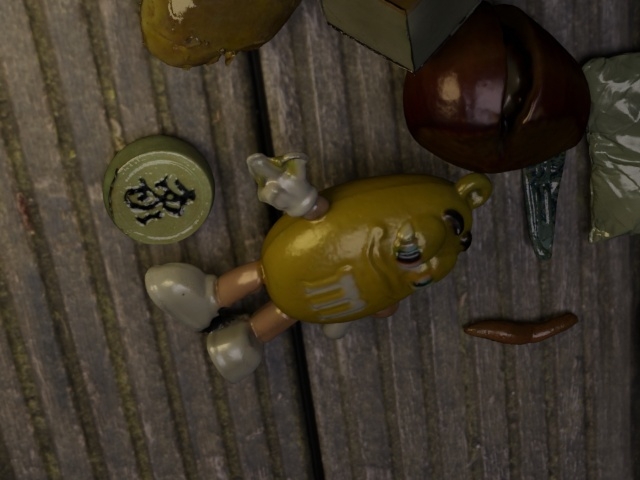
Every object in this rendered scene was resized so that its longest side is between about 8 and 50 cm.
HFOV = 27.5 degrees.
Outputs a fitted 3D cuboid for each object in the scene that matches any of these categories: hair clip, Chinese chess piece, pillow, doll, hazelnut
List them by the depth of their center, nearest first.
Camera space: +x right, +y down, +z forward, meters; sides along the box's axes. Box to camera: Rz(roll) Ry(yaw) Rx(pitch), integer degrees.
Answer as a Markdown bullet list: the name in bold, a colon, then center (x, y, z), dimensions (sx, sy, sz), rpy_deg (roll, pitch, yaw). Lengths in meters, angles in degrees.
- **hazelnut**: center (0.222, -0.193, 1.646), dimensions (0.252, 0.217, 0.217), rpy_deg (7, 116, -28)
- **Chinese chess piece**: center (-0.207, -0.064, 1.678), dimensions (0.144, 0.058, 0.144), rpy_deg (-5, 118, -10)
- **doll**: center (-0.016, 0.025, 1.713), dimensions (0.348, 0.161, 0.423), rpy_deg (17, 129, -32)
- **pillow**: center (0.498, -0.138, 1.801), dimensions (0.275, 0.076, 0.280), rpy_deg (-11, 119, -6)
- **hair clip**: center (0.309, -0.082, 1.807), dimensions (0.066, 0.036, 0.229), rpy_deg (-8, 113, -15)

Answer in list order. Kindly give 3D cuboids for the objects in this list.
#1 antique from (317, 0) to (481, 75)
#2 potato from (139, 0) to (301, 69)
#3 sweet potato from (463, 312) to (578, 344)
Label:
- **antique**: center (0.090, -0.307, 1.511), dimensions (0.152, 0.147, 0.148), rpy_deg (-49, 156, -17)
- **potato**: center (-0.100, -0.324, 1.521), dimensions (0.192, 0.141, 0.296), rpy_deg (27, 110, -26)
- **sweet potato**: center (0.297, 0.132, 1.918), dimensions (0.179, 0.044, 0.044), rpy_deg (-2, 118, -11)
